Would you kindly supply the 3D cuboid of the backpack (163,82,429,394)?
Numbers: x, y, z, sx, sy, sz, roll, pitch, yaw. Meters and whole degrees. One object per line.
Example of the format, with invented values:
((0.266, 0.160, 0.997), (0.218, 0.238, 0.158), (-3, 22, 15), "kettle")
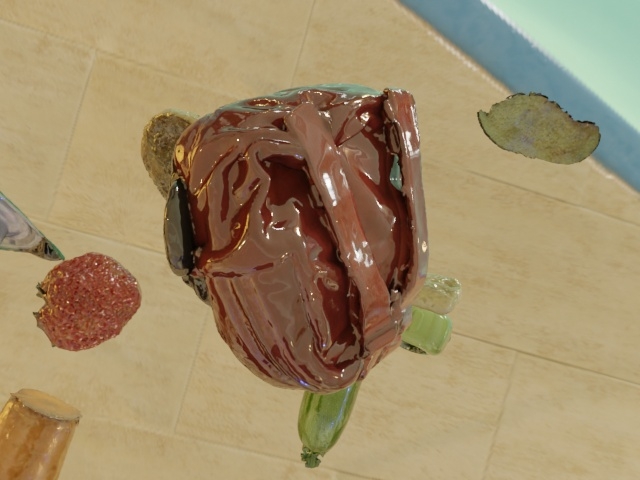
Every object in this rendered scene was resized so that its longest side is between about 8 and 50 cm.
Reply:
((-0.002, 0.000, 0.606), (0.229, 0.139, 0.229), (13, 74, -57), "backpack")

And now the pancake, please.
((-0.126, -0.069, 0.855), (0.139, 0.139, 0.022), (50, 50, -9), "pancake")

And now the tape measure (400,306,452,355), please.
((0.165, 0.151, 1.629), (0.200, 0.175, 0.106), (39, 72, -50), "tape measure")

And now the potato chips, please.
((0.371, -0.193, 1.458), (0.209, 0.026, 0.142), (1, 131, 9), "potato chips")

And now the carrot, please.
((-0.570, 0.406, 1.600), (0.196, 0.196, 0.254), (21, 93, -12), "carrot")

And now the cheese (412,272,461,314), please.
((0.100, 0.061, 1.201), (0.194, 0.065, 0.043), (10, 119, 13), "cheese")

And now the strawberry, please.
((-0.313, 0.081, 1.175), (0.148, 0.131, 0.131), (-18, 94, -1), "strawberry")

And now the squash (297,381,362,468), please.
((0.024, 0.266, 1.577), (0.101, 0.101, 0.378), (11, 117, -13), "squash")

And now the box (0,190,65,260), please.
((-0.447, -0.030, 0.785), (0.337, 0.264, 0.106), (7, 61, 26), "box")
